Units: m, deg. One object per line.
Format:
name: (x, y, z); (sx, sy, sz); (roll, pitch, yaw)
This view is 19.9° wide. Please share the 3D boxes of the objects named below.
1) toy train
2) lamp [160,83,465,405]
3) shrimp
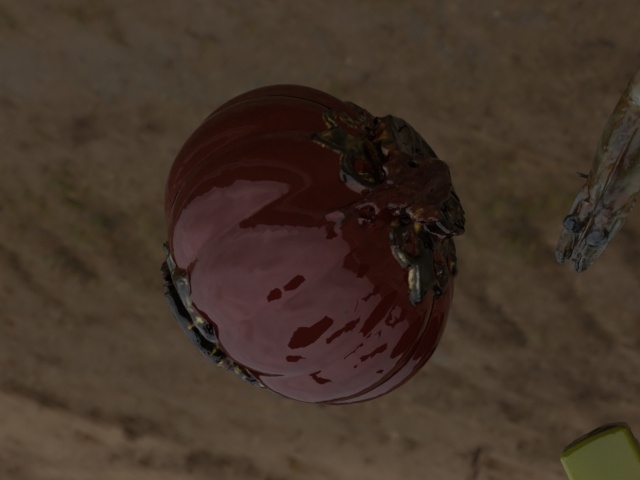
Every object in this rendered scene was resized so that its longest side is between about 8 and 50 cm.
toy train: (0.261, 0.218, 1.571); (0.089, 0.127, 0.219); (-26, 174, 9)
lamp: (0.000, 0.000, 1.228); (0.227, 0.227, 0.227); (19, 153, 10)
shrimp: (0.288, -0.108, 1.541); (0.058, 0.169, 0.296); (36, 119, 20)
